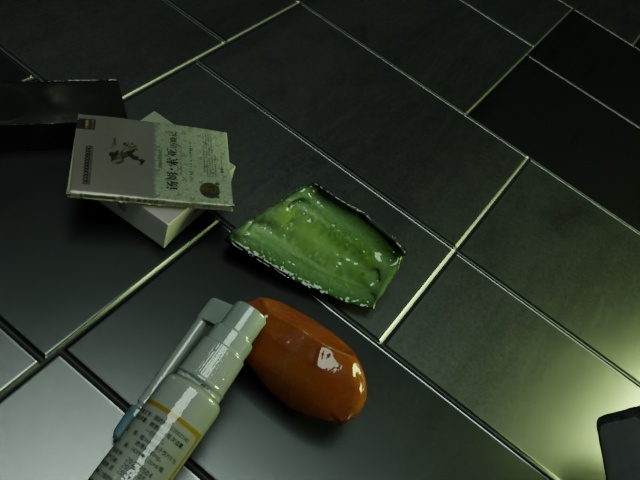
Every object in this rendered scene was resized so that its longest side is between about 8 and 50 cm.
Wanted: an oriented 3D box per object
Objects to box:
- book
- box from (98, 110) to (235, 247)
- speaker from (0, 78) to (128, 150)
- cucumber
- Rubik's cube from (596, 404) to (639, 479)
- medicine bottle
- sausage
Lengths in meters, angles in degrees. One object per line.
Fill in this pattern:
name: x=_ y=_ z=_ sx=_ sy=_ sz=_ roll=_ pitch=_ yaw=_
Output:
book: x=-0.193 y=-0.091 z=0.793 sx=0.181 sy=0.014 sz=0.127 roll=5 pitch=52 yaw=-18
box: x=-0.195 y=-0.076 z=0.824 sx=0.129 sy=0.051 sz=0.130 roll=34 pitch=50 yaw=8
speaker: x=-0.351 y=-0.155 z=0.835 sx=0.218 sy=0.044 sz=0.082 roll=-6 pitch=55 yaw=-23
cucumber: x=0.000 y=0.000 z=0.819 sx=0.193 sy=0.086 sz=0.115 roll=30 pitch=93 yaw=3
Rubik's cube: x=0.487 y=0.282 z=0.552 sx=0.337 sy=0.344 sz=0.345 roll=5 pitch=66 yaw=-13
medicine bottle: x=-0.136 y=0.149 z=0.635 sx=0.092 sy=0.061 sz=0.221 roll=13 pitch=57 yaw=41
sausage: x=-0.027 y=0.118 z=0.710 sx=0.179 sy=0.089 sz=0.089 roll=33 pitch=49 yaw=17
